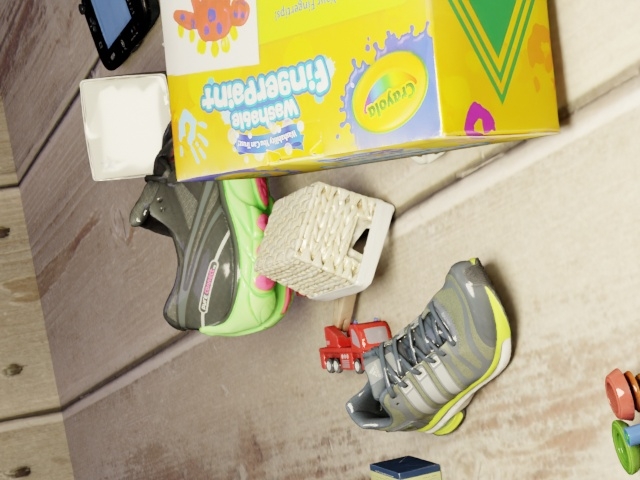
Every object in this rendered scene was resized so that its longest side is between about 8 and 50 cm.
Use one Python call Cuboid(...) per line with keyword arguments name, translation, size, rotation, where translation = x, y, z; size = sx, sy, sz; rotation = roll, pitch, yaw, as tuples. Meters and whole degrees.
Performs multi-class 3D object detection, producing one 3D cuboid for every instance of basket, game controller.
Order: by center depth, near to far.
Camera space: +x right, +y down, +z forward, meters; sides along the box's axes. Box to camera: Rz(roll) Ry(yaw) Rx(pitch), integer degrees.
Cuboid(name="basket", translation=(0.000, 0.000, 1.794), size=(0.167, 0.103, 0.113), rotation=(-19, 50, 66))
Cuboid(name="game controller", translation=(-0.354, -0.409, 2.575), size=(0.319, 0.067, 0.166), rotation=(152, 108, -67))

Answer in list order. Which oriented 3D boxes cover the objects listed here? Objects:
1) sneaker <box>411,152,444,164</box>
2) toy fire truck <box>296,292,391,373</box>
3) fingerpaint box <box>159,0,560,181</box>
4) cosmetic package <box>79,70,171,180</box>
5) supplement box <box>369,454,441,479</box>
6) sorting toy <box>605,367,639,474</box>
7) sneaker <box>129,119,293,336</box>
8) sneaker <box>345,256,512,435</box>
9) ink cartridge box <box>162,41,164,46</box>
Cuboid(name="sneaker", translation=(0.095, -0.166, 1.613), size=(0.071, 0.068, 0.170), rotation=(-179, 84, -79))
Cuboid(name="toy fire truck", translation=(0.030, 0.099, 1.881), size=(0.192, 0.047, 0.135), rotation=(170, 93, -67))
Cuboid(name="fingerpaint box", translation=(0.018, -0.261, 1.495), size=(0.445, 0.163, 0.371), rotation=(-6, 89, 53))
Cuboid(name="cosmetic package", translation=(-0.272, -0.181, 2.248), size=(0.296, 0.129, 0.153), rotation=(-86, -10, -81))
Cuboid(name="supplement box", translation=(0.105, 0.308, 1.768), size=(0.083, 0.056, 0.083), rotation=(180, 82, -67))
Cuboid(name="sorting toy", translation=(0.286, 0.161, 1.322), size=(0.061, 0.042, 0.102), rotation=(-115, 11, -68))
Cuboid(name="sneaker", translation=(-0.169, -0.097, 1.986), size=(0.185, 0.202, 0.483), rotation=(55, -157, -59))
Cuboid(name="sneaker", translation=(0.115, 0.129, 1.595), size=(0.300, 0.121, 0.111), rotation=(110, 144, -48))
Cuboid(name="ink cartridge box", translation=(-0.078, -0.213, 1.837), size=(0.218, 0.092, 0.158), rotation=(49, 157, -6))
